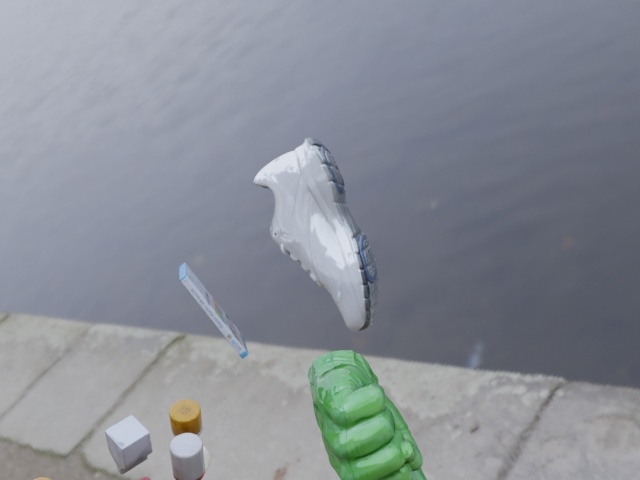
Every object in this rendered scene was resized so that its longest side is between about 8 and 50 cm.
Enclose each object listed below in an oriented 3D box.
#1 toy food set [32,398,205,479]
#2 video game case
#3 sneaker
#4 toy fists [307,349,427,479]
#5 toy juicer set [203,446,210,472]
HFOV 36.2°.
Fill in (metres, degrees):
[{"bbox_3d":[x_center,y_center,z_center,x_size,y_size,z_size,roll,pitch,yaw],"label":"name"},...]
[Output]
[{"bbox_3d":[-0.226,0.296,1.173,0.232,0.104,0.111,-29,46,-32],"label":"toy food set"},{"bbox_3d":[-0.178,0.114,1.622,0.015,0.166,0.119,-37,12,-2],"label":"video game case"},{"bbox_3d":[0.000,0.000,1.471,0.129,0.297,0.111,-23,-5,13],"label":"sneaker"},{"bbox_3d":[0.068,0.254,1.084,0.096,0.279,0.142,-19,31,2],"label":"toy fists"},{"bbox_3d":[-0.182,0.521,1.556,0.089,0.329,0.209,-33,-2,40],"label":"toy juicer set"}]
